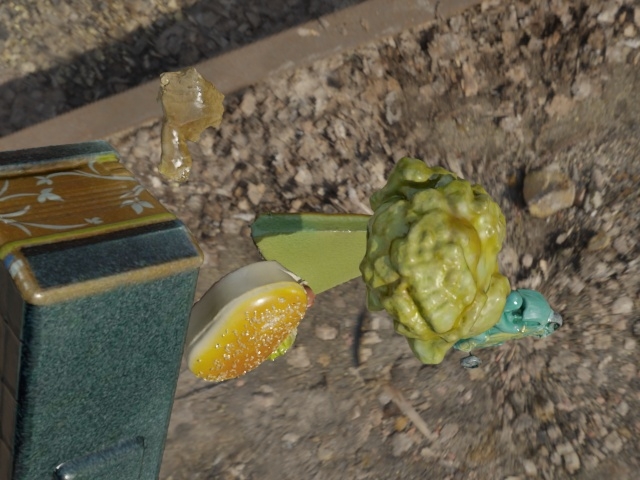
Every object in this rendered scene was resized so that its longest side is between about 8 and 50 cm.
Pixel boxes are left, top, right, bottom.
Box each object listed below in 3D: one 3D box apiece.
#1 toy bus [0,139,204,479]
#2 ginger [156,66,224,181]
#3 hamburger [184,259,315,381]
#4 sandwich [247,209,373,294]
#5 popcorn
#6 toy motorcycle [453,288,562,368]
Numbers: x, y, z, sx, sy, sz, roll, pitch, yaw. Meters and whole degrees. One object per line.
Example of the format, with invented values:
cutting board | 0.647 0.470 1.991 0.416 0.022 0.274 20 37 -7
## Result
toy bus | -0.188 0.088 0.622 0.167 0.138 0.275 40 128 35
ginger | -0.186 -0.167 1.260 0.096 0.067 0.165 -3 112 -25
hamburger | -0.106 0.118 1.270 0.210 0.173 0.116 -44 72 28
sandwich | 0.000 0.000 1.575 0.212 0.245 0.063 -24 55 -1
popcorn | 0.143 0.019 1.134 0.195 0.256 0.255 -6 115 12
toy motorcycle | 0.307 0.152 1.623 0.296 0.198 0.109 -8 63 2
